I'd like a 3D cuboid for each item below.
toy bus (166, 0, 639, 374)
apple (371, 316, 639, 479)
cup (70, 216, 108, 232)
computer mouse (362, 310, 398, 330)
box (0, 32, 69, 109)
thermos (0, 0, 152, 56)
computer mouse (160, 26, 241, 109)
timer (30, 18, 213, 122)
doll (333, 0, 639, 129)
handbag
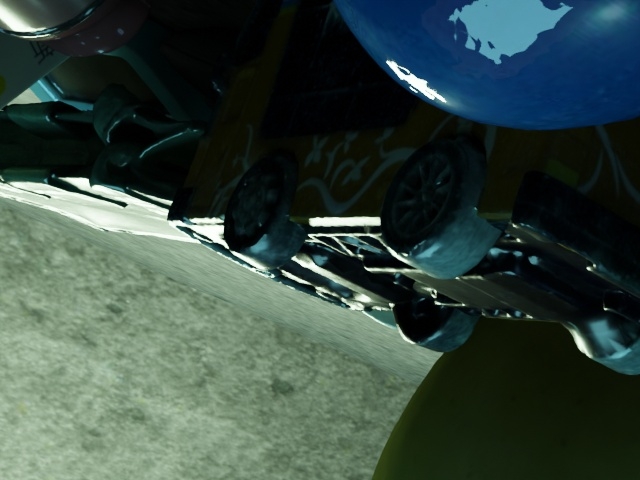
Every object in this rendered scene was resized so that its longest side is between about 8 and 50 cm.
[{"bbox_3d":[0.073,-0.052,0.758,0.162,0.194,0.323,26,167,-30],"label":"toy bus"},{"bbox_3d":[0.265,0.209,1.009,0.474,0.473,0.473,21,171,3],"label":"apple"},{"bbox_3d":[-0.230,-0.082,1.510,0.095,0.129,0.128,23,177,36],"label":"cup"},{"bbox_3d":[0.073,0.042,1.558,0.231,0.079,0.128,23,-156,21],"label":"computer mouse"},{"bbox_3d":[-0.304,-0.138,1.029,0.274,0.221,0.091,13,138,48],"label":"box"},{"bbox_3d":[-0.174,-0.198,0.801,0.109,0.136,0.330,48,-178,24],"label":"thermos"},{"bbox_3d":[-0.018,-0.107,1.073,0.232,0.057,0.120,15,168,35],"label":"computer mouse"},{"bbox_3d":[-0.158,-0.114,1.270,0.232,0.091,0.250,13,162,47],"label":"timer"},{"bbox_3d":[0.124,-0.112,0.493,0.257,0.161,0.215,8,167,-37],"label":"doll"},{"bbox_3d":[-0.128,-0.051,1.076,0.326,0.089,0.238,9,176,41],"label":"handbag"}]
